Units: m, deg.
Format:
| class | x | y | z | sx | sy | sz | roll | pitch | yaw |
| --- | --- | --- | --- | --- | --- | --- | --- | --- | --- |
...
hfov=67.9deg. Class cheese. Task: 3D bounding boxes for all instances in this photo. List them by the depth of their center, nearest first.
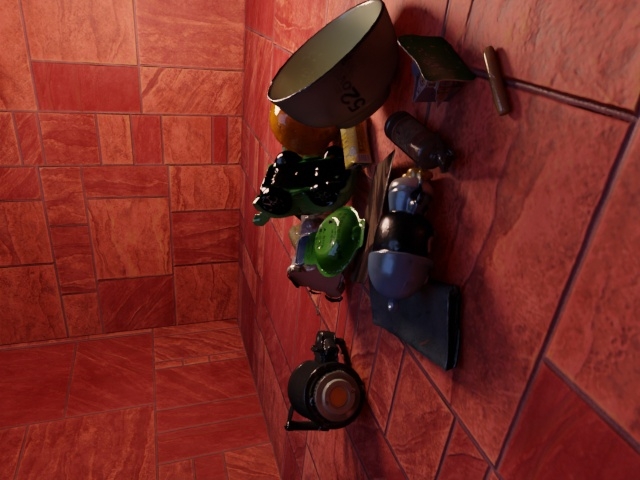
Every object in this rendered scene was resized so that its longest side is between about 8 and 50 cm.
| class | x | y | z | sx | sy | sz | roll | pitch | yaw |
| --- | --- | --- | --- | --- | --- | --- | --- | --- | --- |
| cheese | 0.021 | 0.008 | 1.326 | 0.320 | 0.083 | 0.204 | -18 | 58 | 55 |

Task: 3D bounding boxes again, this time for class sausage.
| class | x | y | z | sx | sy | sz | roll | pitch | yaw |
| --- | --- | --- | --- | --- | --- | --- | --- | --- | --- |
| sausage | 0.307 | -0.282 | 0.833 | 0.024 | 0.024 | 0.132 | 139 | 124 | -67 |

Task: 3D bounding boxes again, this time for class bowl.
| class | x | y | z | sx | sy | sz | roll | pitch | yaw |
| --- | --- | --- | --- | --- | --- | --- | --- | --- | --- |
| bowl | 0.056 | -0.407 | 1.195 | 0.185 | 0.354 | 0.354 | 46 | -177 | -31 |

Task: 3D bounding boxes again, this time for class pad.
| class | x | y | z | sx | sy | sz | roll | pitch | yaw |
| --- | --- | --- | --- | --- | --- | --- | --- | --- | --- |
| pad | 0.128 | -0.054 | 1.211 | 0.220 | 0.004 | 0.330 | 152 | 131 | -83 |

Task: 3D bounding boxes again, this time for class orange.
| class | x | y | z | sx | sy | sz | roll | pitch | yaw |
| --- | --- | --- | --- | --- | --- | --- | --- | --- | --- |
| orange | -0.049 | -0.400 | 1.541 | 0.240 | 0.240 | 0.240 | 176 | 90 | -71 |

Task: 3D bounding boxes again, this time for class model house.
| class | x | y | z | sx | sy | sz | roll | pitch | yaw |
| --- | --- | --- | --- | --- | --- | --- | --- | --- | --- |
| model house | 0.218 | -0.330 | 0.955 | 0.088 | 0.117 | 0.167 | 103 | 152 | -50 |

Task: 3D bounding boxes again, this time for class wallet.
| class | x | y | z | sx | sy | sz | roll | pitch | yaw |
| --- | --- | --- | --- | --- | --- | --- | --- | --- | --- |
| wallet | 0.215 | 0.163 | 1.156 | 0.379 | 0.046 | 0.191 | -161 | 67 | -69 |

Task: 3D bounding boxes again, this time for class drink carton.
| class | x | y | z | sx | sy | sz | roll | pitch | yaw |
| --- | --- | --- | --- | --- | --- | --- | --- | --- | --- |
| drink carton | 0.099 | -0.308 | 1.364 | 0.084 | 0.074 | 0.200 | 150 | 114 | -69 |

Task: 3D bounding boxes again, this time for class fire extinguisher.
| class | x | y | z | sx | sy | sz | roll | pitch | yaw |
| --- | --- | --- | --- | --- | --- | --- | --- | --- | --- |
| fire extinguisher | 0.210 | -0.206 | 1.009 | 0.075 | 0.106 | 0.252 | -48 | 38 | 15 |

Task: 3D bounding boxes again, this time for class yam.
| class | x | y | z | sx | sy | sz | roll | pitch | yaw |
| --- | --- | --- | --- | --- | --- | --- | --- | --- | --- |
| yam | -0.060 | 0.025 | 1.865 | 0.259 | 0.093 | 0.093 | -121 | 33 | -53 |

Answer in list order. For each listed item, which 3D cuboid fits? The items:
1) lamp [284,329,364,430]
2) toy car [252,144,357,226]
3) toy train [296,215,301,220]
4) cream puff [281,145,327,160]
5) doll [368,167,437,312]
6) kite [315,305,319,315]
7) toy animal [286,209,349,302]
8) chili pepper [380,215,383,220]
| class | x | y | z | sx | sy | sz | roll | pitch | yaw |
| --- | --- | --- | --- | --- | --- | --- | --- | --- | --- |
| lamp | 0.014 | 0.507 | 1.553 | 0.272 | 0.205 | 0.374 | -150 | 69 | -72 |
| toy car | -0.058 | -0.159 | 1.478 | 0.176 | 0.358 | 0.213 | 68 | -153 | -44 |
| toy train | -0.077 | -0.114 | 1.716 | 0.052 | 0.234 | 0.051 | -32 | 49 | 18 |
| cream puff | -0.087 | -0.268 | 1.747 | 0.282 | 0.185 | 0.282 | 173 | 90 | -69 |
| doll | 0.186 | 0.002 | 1.043 | 0.177 | 0.141 | 0.314 | 136 | 147 | -82 |
| kite | -0.014 | 0.265 | 1.907 | 0.044 | 0.002 | 0.078 | 159 | 105 | -70 |
| toy animal | 0.000 | 0.000 | 1.593 | 0.258 | 0.193 | 0.357 | 72 | -166 | -47 |
| chili pepper | 0.147 | -0.005 | 1.292 | 0.073 | 0.070 | 0.123 | 51 | 142 | 32 |
